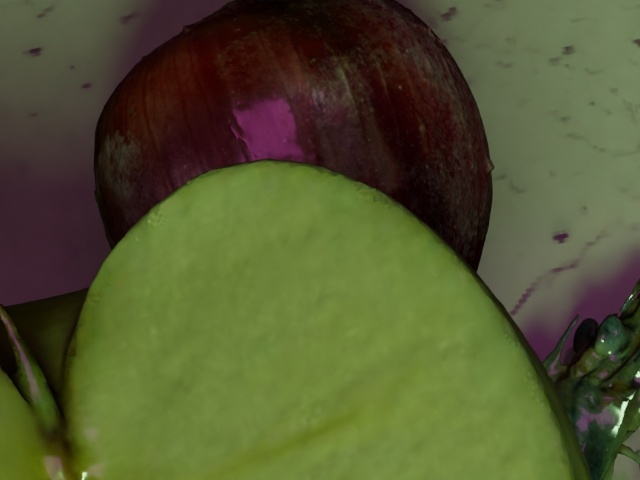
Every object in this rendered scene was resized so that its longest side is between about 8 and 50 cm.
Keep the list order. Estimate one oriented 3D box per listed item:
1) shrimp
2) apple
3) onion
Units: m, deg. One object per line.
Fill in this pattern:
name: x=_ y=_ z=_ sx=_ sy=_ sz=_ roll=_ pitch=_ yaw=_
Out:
shrimp: x=0.124 y=0.128 z=0.748 sx=0.150 sy=0.051 sz=0.217 roll=21 pitch=82 yaw=4
apple: x=-0.066 y=0.130 z=0.588 sx=0.295 sy=0.233 sz=0.258 roll=-16 pitch=77 yaw=-13
onion: x=0.000 y=0.000 z=0.732 sx=0.159 sy=0.159 sz=0.195 roll=-23 pitch=78 yaw=-6
